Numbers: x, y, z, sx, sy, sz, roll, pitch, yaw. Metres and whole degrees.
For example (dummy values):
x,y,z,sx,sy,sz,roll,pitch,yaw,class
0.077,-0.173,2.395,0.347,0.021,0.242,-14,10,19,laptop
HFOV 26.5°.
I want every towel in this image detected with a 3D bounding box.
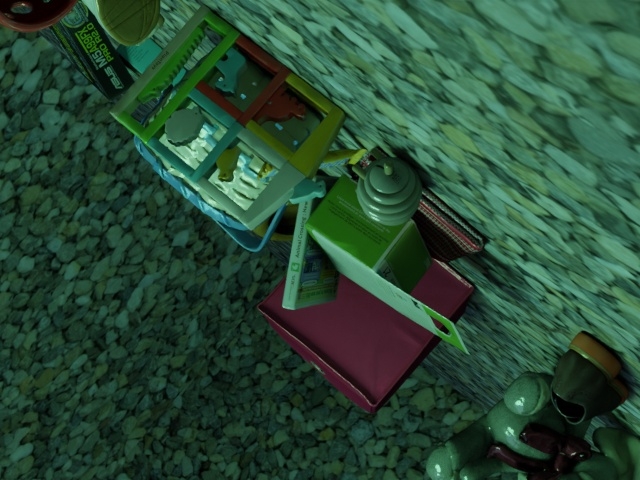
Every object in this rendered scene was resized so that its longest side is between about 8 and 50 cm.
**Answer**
x,y,z,sx,sy,sz,roll,pitch,yaw,class
0.127,-0.041,1.886,0.199,0.031,0.275,40,174,0,towel

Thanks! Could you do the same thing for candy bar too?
x,y,z,sx,sy,sz,roll,pitch,yaw,class
-0.013,-0.102,1.802,0.040,0.161,0.018,-44,63,54,candy bar

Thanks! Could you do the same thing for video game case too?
x,y,z,sx,sy,sz,roll,pitch,yaw,class
0.000,0.000,2.013,0.023,0.193,0.212,11,-176,16,video game case

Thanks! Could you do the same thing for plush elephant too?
x,y,z,sx,sy,sz,roll,pitch,yaw,class
0.381,0.362,2.232,0.255,0.272,0.330,52,-153,15,plush elephant

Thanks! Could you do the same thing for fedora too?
x,y,z,sx,sy,sz,roll,pitch,yaw,class
-0.038,-0.067,2.338,0.194,0.194,0.079,52,-159,-65,fedora

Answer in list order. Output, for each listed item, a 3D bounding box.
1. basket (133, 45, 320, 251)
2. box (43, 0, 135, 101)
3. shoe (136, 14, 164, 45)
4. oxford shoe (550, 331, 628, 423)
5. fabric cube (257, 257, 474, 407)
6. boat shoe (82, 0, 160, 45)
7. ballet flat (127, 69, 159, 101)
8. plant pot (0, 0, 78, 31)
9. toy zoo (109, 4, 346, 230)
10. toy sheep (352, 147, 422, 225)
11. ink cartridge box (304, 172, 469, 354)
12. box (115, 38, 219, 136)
x,y,z,sx,sy,sz,roll,pitch,yaw,class
-0.135,-0.123,1.939,0.255,0.201,0.289,41,143,-1,basket
-0.447,-0.395,2.409,0.216,0.060,0.270,40,163,52,box
-0.324,-0.381,2.068,0.219,0.058,0.076,45,173,-38,shoe
0.363,0.208,1.904,0.097,0.098,0.271,38,174,26,oxford shoe
0.076,0.113,2.264,0.254,0.259,0.258,41,175,8,fabric cube
-0.300,-0.374,1.818,0.096,0.098,0.277,37,165,32,boat shoe
-0.292,-0.299,2.560,0.213,0.072,0.068,42,-158,-13,ballet flat
-0.440,-0.407,1.903,0.174,0.191,0.191,30,170,35,plant pot
-0.104,-0.148,1.749,0.293,0.192,0.030,38,175,16,toy zoo
0.085,-0.065,1.703,0.091,0.091,0.132,38,168,21,toy sheep
0.120,0.038,1.919,0.255,0.097,0.189,33,171,21,ink cartridge box
-0.262,-0.278,2.460,0.244,0.060,0.100,41,174,-8,box
